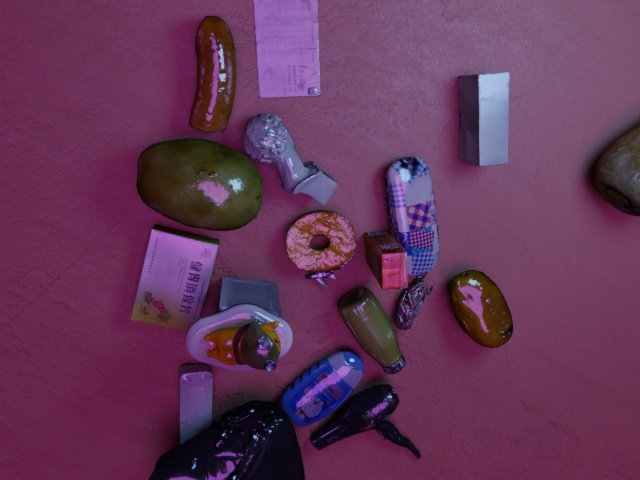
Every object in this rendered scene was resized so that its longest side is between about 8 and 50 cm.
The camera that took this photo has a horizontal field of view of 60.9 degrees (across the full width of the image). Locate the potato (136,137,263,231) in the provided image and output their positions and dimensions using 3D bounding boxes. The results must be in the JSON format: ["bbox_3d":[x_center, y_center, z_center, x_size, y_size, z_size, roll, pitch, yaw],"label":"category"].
[{"bbox_3d":[-0.289,-0.135,1.321,0.304,0.216,0.216,10,104,2],"label":"potato"}]

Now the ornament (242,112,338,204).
[{"bbox_3d":[-0.081,-0.196,1.369,0.120,0.130,0.285,-45,107,0],"label":"ornament"}]

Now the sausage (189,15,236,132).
[{"bbox_3d":[-0.257,-0.395,1.306,0.108,0.109,0.271,3,105,-9],"label":"sausage"}]

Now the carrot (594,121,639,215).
[{"bbox_3d":[0.910,-0.228,1.449,0.340,0.224,0.224,-44,106,2],"label":"carrot"}]

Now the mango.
[{"bbox_3d":[0.447,0.195,1.540,0.151,0.156,0.249,-20,113,36],"label":"mango"}]

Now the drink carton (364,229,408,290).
[{"bbox_3d":[0.169,0.047,1.420,0.070,0.223,0.096,-6,105,-5],"label":"drink carton"}]

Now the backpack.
[{"bbox_3d":[-0.257,0.649,1.473,0.445,0.254,0.364,-21,108,-19],"label":"backpack"}]

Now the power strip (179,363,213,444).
[{"bbox_3d":[-0.360,0.540,1.564,0.091,0.062,0.386,-1,106,-18],"label":"power strip"}]

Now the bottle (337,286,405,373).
[{"bbox_3d":[0.153,0.261,1.534,0.112,0.112,0.260,-31,107,2],"label":"bottle"}]

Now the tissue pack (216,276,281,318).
[{"bbox_3d":[-0.190,0.199,1.401,0.159,0.246,0.136,8,103,-9],"label":"tissue pack"}]

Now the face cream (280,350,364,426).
[{"bbox_3d":[0.015,0.422,1.575,0.264,0.083,0.149,-41,107,4],"label":"face cream"}]

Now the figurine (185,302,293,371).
[{"bbox_3d":[-0.180,0.245,1.215,0.249,0.141,0.167,-9,106,-6],"label":"figurine"}]

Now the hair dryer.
[{"bbox_3d":[0.176,0.602,1.652,0.303,0.120,0.359,-41,115,13],"label":"hair dryer"}]

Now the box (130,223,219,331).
[{"bbox_3d":[-0.385,0.103,1.445,0.175,0.062,0.261,14,102,-11],"label":"box"}]

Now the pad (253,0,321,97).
[{"bbox_3d":[-0.082,-0.492,1.351,0.159,0.009,0.265,-4,105,-6],"label":"pad"}]

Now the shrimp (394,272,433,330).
[{"bbox_3d":[0.266,0.167,1.549,0.073,0.075,0.190,27,90,19],"label":"shrimp"}]

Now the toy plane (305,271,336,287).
[{"bbox_3d":[0.000,0.095,1.511,0.083,0.031,0.079,-9,91,-7],"label":"toy plane"}]

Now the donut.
[{"bbox_3d":[-0.001,-0.002,1.464,0.190,0.075,0.174,-22,108,3],"label":"donut"}]

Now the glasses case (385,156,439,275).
[{"bbox_3d":[0.249,-0.062,1.472,0.125,0.076,0.328,-16,107,-17],"label":"glasses case"}]

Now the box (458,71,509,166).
[{"bbox_3d":[0.422,-0.313,1.405,0.086,0.129,0.225,-6,106,-7],"label":"box"}]
